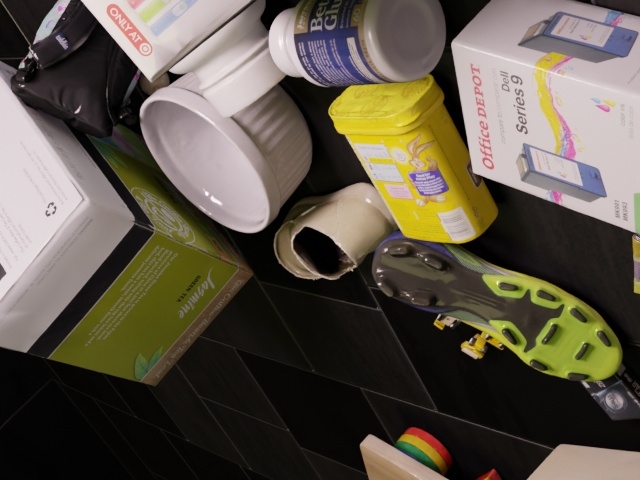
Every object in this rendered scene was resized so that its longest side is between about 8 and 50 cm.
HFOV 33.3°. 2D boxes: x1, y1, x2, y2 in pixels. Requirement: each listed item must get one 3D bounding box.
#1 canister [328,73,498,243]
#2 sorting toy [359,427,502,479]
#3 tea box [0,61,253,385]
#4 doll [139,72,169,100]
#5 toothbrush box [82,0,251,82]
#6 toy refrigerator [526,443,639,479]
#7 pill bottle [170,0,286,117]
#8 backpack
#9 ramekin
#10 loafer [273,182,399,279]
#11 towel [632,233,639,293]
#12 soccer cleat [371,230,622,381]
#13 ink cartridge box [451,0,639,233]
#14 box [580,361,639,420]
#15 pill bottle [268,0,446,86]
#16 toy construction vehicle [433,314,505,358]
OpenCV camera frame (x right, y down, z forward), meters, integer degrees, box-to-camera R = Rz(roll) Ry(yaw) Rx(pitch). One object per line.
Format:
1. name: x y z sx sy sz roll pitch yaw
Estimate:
1. canister: 0.098 -0.082 1.100 0.126 0.073 0.170 8 138 50
2. sorting toy: 0.204 0.407 1.642 0.257 0.089 0.255 26 148 33
3. tea box: -0.323 -0.021 1.383 0.329 0.220 0.323 48 -169 34
4. doll: -0.201 -0.156 1.406 0.189 0.046 0.129 75 176 -54
5. toothbrush box: -0.121 -0.276 0.880 0.122 0.283 0.206 -36 103 22
6. toy refrigerator: 0.378 0.312 1.262 0.270 0.094 0.102 -11 114 58
7. pill bottle: -0.133 -0.247 1.114 0.229 0.131 0.131 52 153 -16
8. backpack: -0.280 -0.231 1.285 0.152 0.182 0.115 30 166 -34
9. ramekin: -0.105 -0.120 1.286 0.207 0.109 0.207 34 152 20
10. loafer: 0.000 0.000 1.331 0.102 0.092 0.268 47 153 -6
11. towel: 0.324 0.030 1.017 0.060 0.009 0.083 24 147 33
12. soccer cleat: 0.196 0.062 1.177 0.289 0.121 0.093 24 108 11
13. ink cartridge box: 0.224 -0.102 0.872 0.212 0.093 0.154 27 149 34
14. box: 0.327 0.164 1.195 0.083 0.018 0.067 49 153 -10
15. pill bottle: 0.028 -0.193 1.010 0.169 0.094 0.094 6 135 51
16. toy construction vehicle: 0.185 0.104 1.298 0.086 0.035 0.098 30 155 2
